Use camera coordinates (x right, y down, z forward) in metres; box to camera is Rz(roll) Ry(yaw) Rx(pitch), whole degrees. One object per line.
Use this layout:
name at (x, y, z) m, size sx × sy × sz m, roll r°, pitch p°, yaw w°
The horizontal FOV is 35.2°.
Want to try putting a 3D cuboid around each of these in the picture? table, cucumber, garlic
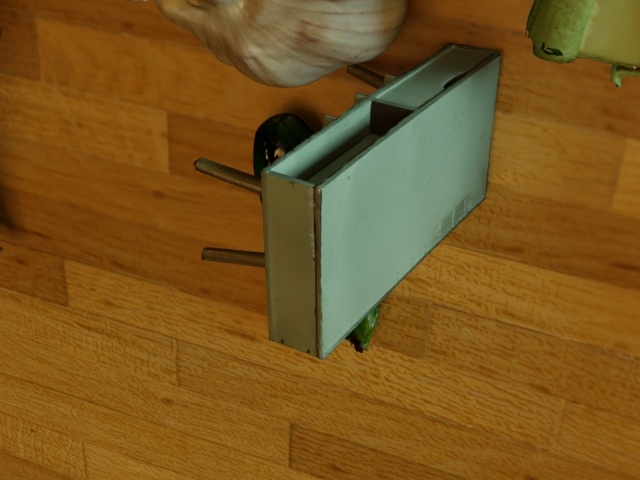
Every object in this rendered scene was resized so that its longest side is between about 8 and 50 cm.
table at (0.019, -0.045, 0.686) m, size 0.111 × 0.240 × 0.121 m, roll 19°, pitch 126°, yaw 27°
cucumber at (0.000, 0.000, 0.832) m, size 0.069 × 0.069 × 0.227 m, roll -7°, pitch 121°, yaw 28°
garlic at (-0.047, -0.177, 0.641) m, size 0.199 × 0.226 × 0.199 m, roll 12°, pitch 120°, yaw 22°

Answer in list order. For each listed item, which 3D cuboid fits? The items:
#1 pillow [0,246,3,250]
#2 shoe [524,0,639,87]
pillow at (-0.449, -0.098, 0.903) m, size 0.274 × 0.076 × 0.280 m, roll 20°, pitch 160°, yaw 19°
shoe at (0.199, -0.203, 0.548) m, size 0.128 × 0.140 × 0.262 m, roll 17°, pitch 135°, yaw -6°
